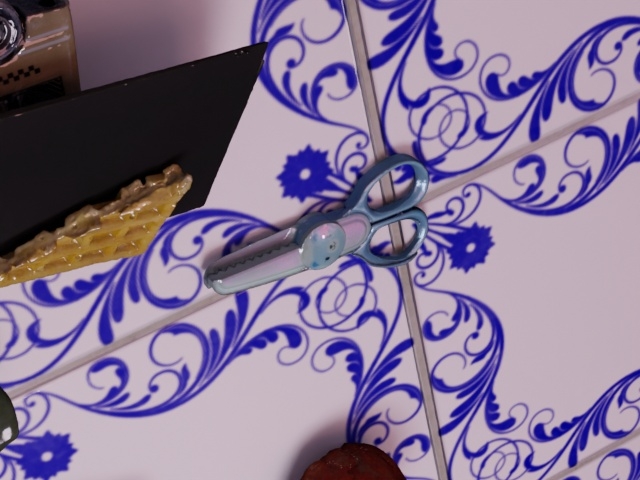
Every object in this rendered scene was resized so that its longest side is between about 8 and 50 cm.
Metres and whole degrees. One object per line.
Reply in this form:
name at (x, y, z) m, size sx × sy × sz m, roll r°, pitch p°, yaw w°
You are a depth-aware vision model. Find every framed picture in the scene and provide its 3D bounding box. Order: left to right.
framed picture at (-0.217, -0.047, 1.176) m, size 0.338 × 0.014 × 0.255 m, roll -20°, pitch 159°, yaw -27°

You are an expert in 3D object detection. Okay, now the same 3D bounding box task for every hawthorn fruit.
hawthorn fruit at (0.046, 0.305, 1.555) m, size 0.148 × 0.172 × 0.148 m, roll -29°, pitch 136°, yaw -32°

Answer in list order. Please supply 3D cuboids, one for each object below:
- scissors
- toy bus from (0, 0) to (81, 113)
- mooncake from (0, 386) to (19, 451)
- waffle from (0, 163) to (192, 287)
scissors at (0.000, 0.000, 1.431) m, size 0.256 × 0.030 × 0.125 m, roll -21°, pitch 127°, yaw -23°
toy bus at (-0.334, -0.116, 1.091) m, size 0.289 × 0.139 × 0.157 m, roll -24°, pitch 134°, yaw -21°
mooncake at (-0.326, 0.135, 1.229) m, size 0.104 × 0.175 × 0.168 m, roll -29°, pitch 103°, yaw -14°
waffle at (-0.211, -0.008, 1.207) m, size 0.191 × 0.032 × 0.125 m, roll -16°, pitch 159°, yaw -40°
